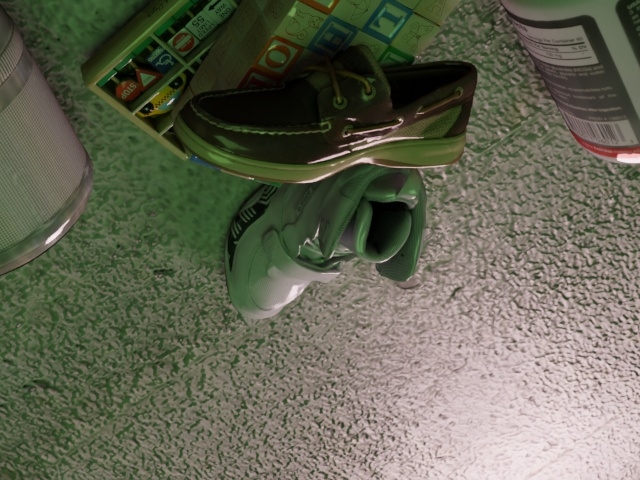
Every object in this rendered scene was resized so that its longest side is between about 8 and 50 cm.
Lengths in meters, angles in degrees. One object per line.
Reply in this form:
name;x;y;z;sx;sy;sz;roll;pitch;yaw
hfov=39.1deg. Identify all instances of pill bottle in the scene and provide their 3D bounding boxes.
pill bottle;0.317;-0.271;0.991;0.210;0.210;0.363;-33;130;10

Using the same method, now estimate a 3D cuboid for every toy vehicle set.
toy vehicle set;-0.110;-0.219;0.994;0.267;0.035;0.166;-38;138;14

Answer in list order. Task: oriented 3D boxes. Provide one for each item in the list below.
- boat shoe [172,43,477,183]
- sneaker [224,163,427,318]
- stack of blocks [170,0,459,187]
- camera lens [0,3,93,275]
boat shoe;0.020;-0.140;0.896;0.341;0.123;0.123;-4;128;-31
sneaker;0.000;0.000;1.107;0.137;0.210;0.366;19;120;-29
stack of blocks;-0.009;-0.199;0.970;0.171;0.087;0.297;16;125;-39
camera lens;-0.372;-0.111;0.895;0.219;0.219;0.274;-21;131;0
